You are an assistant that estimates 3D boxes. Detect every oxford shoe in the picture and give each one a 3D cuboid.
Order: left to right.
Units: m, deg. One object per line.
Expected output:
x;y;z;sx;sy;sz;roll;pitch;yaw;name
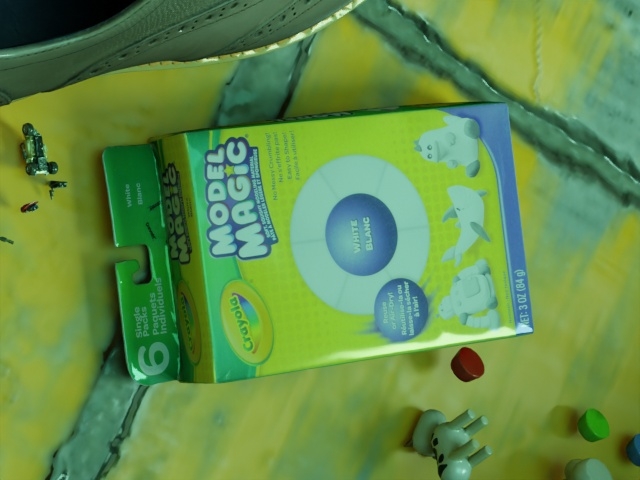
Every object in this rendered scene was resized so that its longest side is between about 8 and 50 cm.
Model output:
-0.046;-0.126;0.749;0.363;0.133;0.130;-28;100;-26;oxford shoe

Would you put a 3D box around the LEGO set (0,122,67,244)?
-0.138;-0.013;0.764;0.083;0.023;0.054;-17;98;-40;LEGO set

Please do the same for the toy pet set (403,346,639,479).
0.088;0.126;0.863;0.122;0.065;0.114;28;41;-27;toy pet set

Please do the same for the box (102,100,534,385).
0.000;0.000;0.820;0.179;0.043;0.105;-8;91;-26;box
